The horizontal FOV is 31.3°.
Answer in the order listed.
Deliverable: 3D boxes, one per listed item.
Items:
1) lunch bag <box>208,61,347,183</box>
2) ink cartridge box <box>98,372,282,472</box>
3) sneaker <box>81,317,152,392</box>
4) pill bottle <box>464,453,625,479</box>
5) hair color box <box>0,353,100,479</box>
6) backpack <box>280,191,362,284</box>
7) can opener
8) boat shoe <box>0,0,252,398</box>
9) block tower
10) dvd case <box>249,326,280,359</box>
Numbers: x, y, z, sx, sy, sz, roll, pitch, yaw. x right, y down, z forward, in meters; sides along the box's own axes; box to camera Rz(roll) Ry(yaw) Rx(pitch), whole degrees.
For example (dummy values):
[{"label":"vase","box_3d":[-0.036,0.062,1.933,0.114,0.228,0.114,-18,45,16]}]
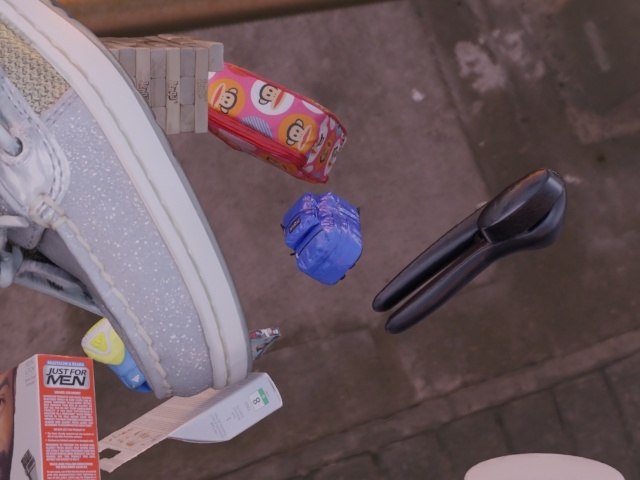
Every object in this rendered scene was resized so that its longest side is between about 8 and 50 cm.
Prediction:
[{"label":"lunch bag","box_3d":[-0.100,-0.197,1.821,0.258,0.293,0.120,27,90,12]},{"label":"ink cartridge box","box_3d":[-0.179,0.238,1.418,0.224,0.181,0.056,-32,99,-25]},{"label":"sneaker","box_3d":[-0.253,0.156,1.614,0.091,0.240,0.126,-40,89,14]},{"label":"pill bottle","box_3d":[0.196,0.340,0.981,0.161,0.161,0.283,-6,98,-26]},{"label":"hair color box","box_3d":[-0.214,0.181,0.878,0.053,0.093,0.167,11,63,-39]},{"label":"backpack","box_3d":[0.000,0.000,1.601,0.101,0.098,0.120,24,31,-25]},{"label":"can opener","box_3d":[0.116,0.005,0.898,0.073,0.186,0.059,37,24,-38]},{"label":"boat shoe","box_3d":[-0.145,-0.057,0.469,0.103,0.118,0.320,-37,84,-13]},{"label":"block tower","box_3d":[-0.260,-0.147,1.112,0.335,0.091,0.097,-10,111,-34]},{"label":"dvd case","box_3d":[-0.116,0.132,1.370,0.119,0.087,0.013,-8,68,-27]}]
